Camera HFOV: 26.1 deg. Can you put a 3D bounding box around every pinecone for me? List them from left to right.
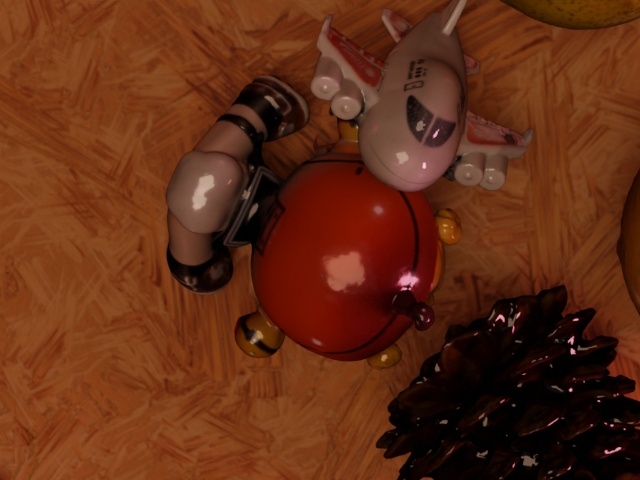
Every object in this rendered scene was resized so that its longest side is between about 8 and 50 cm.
[{"bbox_3d":[0.213,0.219,1.463,0.298,0.242,0.296,-38,92,9],"label":"pinecone"}]

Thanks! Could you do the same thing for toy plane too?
[{"bbox_3d":[0.104,-0.151,1.415,0.252,0.252,0.118,40,136,-1],"label":"toy plane"}]

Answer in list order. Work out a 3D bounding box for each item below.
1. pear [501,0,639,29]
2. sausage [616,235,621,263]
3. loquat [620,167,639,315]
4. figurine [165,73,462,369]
[{"bbox_3d":[0.260,-0.350,1.324,0.294,0.294,0.294,2,102,9],"label":"pear"},{"bbox_3d":[0.372,0.055,1.509,0.042,0.036,0.158,-35,95,3],"label":"sausage"},{"bbox_3d":[0.454,0.020,1.351,0.328,0.328,0.359,8,122,8],"label":"loquat"},{"bbox_3d":[-0.003,0.000,1.476,0.323,0.196,0.320,27,104,13],"label":"figurine"}]
